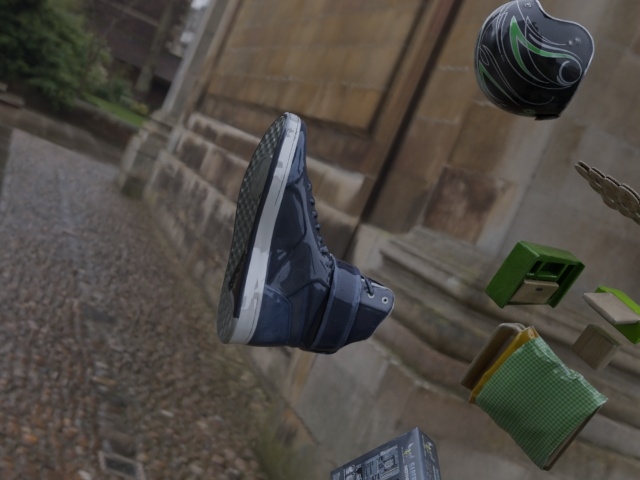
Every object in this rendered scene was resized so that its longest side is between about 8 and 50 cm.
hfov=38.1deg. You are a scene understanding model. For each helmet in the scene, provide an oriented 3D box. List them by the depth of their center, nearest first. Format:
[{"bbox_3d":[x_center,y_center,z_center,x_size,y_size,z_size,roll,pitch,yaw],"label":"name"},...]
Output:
[{"bbox_3d":[0.309,-0.275,1.394,0.161,0.170,0.169,24,3,-3],"label":"helmet"}]

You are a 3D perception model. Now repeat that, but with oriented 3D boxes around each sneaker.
[{"bbox_3d":[-0.001,0.001,0.905,0.163,0.226,0.086,12,0,-20],"label":"sneaker"}]

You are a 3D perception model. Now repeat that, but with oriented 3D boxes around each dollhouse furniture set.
[{"bbox_3d":[0.319,0.181,1.381,0.151,0.302,0.197,5,33,-47],"label":"dollhouse furniture set"}]

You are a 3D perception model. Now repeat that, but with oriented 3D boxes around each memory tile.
[{"bbox_3d":[0.438,-0.062,1.361,0.113,0.012,0.148,43,3,-29],"label":"memory tile"}]

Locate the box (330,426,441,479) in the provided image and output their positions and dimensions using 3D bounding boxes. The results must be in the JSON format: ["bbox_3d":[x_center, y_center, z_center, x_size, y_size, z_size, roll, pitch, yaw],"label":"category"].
[{"bbox_3d":[0.105,0.430,1.450,0.059,0.183,0.233,43,26,-30],"label":"box"}]
